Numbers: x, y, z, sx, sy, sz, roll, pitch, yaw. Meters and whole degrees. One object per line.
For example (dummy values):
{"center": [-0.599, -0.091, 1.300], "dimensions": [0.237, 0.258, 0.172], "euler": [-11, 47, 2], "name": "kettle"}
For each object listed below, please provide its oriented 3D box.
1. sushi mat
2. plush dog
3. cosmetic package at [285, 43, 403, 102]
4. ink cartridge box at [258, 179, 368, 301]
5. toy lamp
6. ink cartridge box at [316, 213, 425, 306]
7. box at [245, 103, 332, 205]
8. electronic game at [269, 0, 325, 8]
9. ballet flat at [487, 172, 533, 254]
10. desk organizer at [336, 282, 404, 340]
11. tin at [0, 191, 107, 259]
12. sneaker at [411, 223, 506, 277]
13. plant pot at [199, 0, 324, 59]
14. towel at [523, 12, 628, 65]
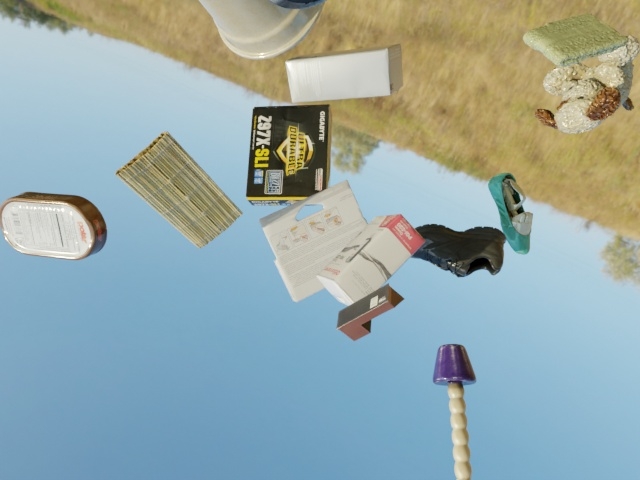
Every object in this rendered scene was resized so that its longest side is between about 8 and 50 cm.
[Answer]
{"center": [-0.325, -0.108, 1.181], "dimensions": [0.019, 0.151, 0.316], "euler": [49, 178, 42], "name": "sushi mat"}
{"center": [0.703, -0.366, 1.285], "dimensions": [0.210, 0.225, 0.262], "euler": [49, 162, -12], "name": "plush dog"}
{"center": [0.057, -0.375, 1.106], "dimensions": [0.238, 0.107, 0.127], "euler": [-1, -156, 22], "name": "cosmetic package"}
{"center": [0.000, 0.000, 1.445], "dimensions": [0.296, 0.261, 0.066], "euler": [-25, -177, -13], "name": "ink cartridge box"}
{"center": [0.237, 0.318, 0.846], "dimensions": [0.080, 0.080, 0.275], "euler": [11, -117, -19], "name": "toy lamp"}
{"center": [0.110, 0.045, 1.130], "dimensions": [0.092, 0.218, 0.158], "euler": [46, 170, -11], "name": "ink cartridge box"}
{"center": [-0.095, -0.271, 1.566], "dimensions": [0.257, 0.322, 0.079], "euler": [0, 165, 9], "name": "box"}
{"center": [-0.020, -0.497, 0.818], "dimensions": [0.229, 0.229, 0.048], "euler": [0, -130, -40], "name": "electronic game"}
{"center": [0.551, -0.084, 1.398], "dimensions": [0.083, 0.087, 0.247], "euler": [-8, -107, -24], "name": "ballet flat"}
{"center": [0.095, 0.139, 0.933], "dimensions": [0.050, 0.130, 0.047], "euler": [40, -145, -23], "name": "desk organizer"}
{"center": [-0.444, -0.022, 0.812], "dimensions": [0.189, 0.106, 0.040], "euler": [4, -156, 14], "name": "tin"}
{"center": [0.342, 0.032, 1.299], "dimensions": [0.286, 0.109, 0.130], "euler": [-1, -122, 16], "name": "sneaker"}
{"center": [-0.193, -0.655, 1.163], "dimensions": [0.334, 0.334, 0.305], "euler": [29, -175, 24], "name": "plant pot"}
{"center": [0.440, -0.347, 0.850], "dimensions": [0.148, 0.027, 0.110], "euler": [-20, -128, -11], "name": "towel"}
